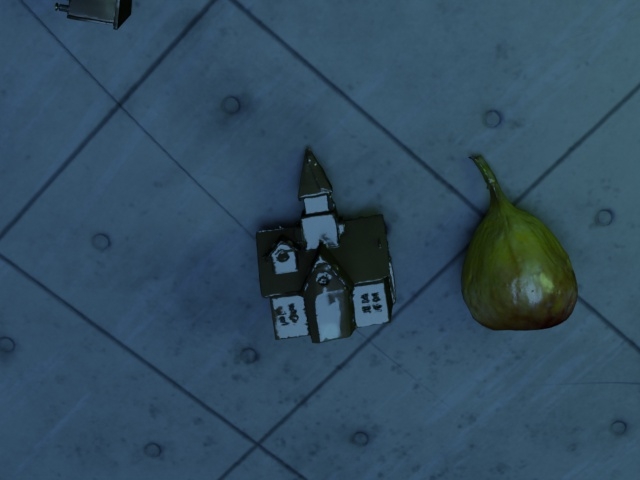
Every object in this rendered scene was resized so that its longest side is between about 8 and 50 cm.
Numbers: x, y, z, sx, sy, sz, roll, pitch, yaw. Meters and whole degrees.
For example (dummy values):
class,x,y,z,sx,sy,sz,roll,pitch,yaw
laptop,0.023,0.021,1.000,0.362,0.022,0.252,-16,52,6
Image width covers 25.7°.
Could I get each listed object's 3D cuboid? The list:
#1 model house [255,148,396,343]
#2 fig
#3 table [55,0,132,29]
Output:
class,x,y,z,sx,sy,sz,roll,pitch,yaw
model house,0.000,0.000,1.905,0.180,0.176,0.248,-10,100,4
fig,0.253,0.003,1.924,0.159,0.159,0.257,-20,96,8
table,-0.284,-0.315,1.769,0.082,0.083,0.070,9,113,2
